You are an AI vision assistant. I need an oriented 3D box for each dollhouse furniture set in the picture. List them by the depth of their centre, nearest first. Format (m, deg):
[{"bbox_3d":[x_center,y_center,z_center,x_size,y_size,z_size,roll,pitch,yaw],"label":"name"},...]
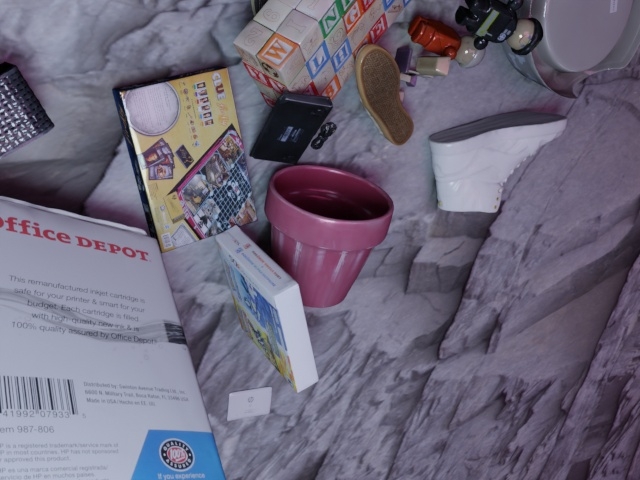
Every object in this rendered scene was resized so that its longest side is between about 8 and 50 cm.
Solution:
[{"bbox_3d":[0.189,-0.274,1.166,0.081,0.114,0.090,4,101,-37],"label":"dollhouse furniture set"}]

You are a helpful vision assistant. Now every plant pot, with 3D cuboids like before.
[{"bbox_3d":[0.000,0.000,1.097,0.201,0.201,0.180,-4,122,-31],"label":"plant pot"}]

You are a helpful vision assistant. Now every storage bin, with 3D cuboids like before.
[{"bbox_3d":[-0.429,-0.134,0.817,0.180,0.122,0.084,-35,121,-18],"label":"storage bin"}]

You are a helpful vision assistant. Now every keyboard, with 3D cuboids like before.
[{"bbox_3d":[-0.035,-0.165,1.026,0.108,0.180,0.023,6,67,-18],"label":"keyboard"}]

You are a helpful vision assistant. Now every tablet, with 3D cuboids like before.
[{"bbox_3d":[-0.126,0.289,1.211,0.083,0.006,0.054,-2,106,-32],"label":"tablet"}]

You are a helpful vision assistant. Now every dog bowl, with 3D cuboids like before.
[{"bbox_3d":[0.478,-0.447,1.280,0.349,0.102,0.348,-15,119,-29],"label":"dog bowl"}]

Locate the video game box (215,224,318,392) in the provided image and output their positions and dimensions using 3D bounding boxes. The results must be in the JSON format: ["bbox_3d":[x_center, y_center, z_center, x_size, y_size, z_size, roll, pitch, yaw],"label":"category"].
[{"bbox_3d":[-0.082,0.104,1.046,0.048,0.187,0.205,-26,130,-20],"label":"video game box"}]

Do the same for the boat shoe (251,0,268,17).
[{"bbox_3d":[-0.061,-0.397,1.007,0.056,0.049,0.152,9,100,-34],"label":"boat shoe"}]

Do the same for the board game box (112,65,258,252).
[{"bbox_3d":[-0.195,-0.121,1.016,0.165,0.042,0.243,-20,115,-25],"label":"board game box"}]

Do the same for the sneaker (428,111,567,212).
[{"bbox_3d":[0.343,-0.146,1.314,0.293,0.108,0.169,-16,115,-17],"label":"sneaker"}]

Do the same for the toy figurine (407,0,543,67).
[{"bbox_3d":[0.264,-0.398,1.109,0.148,0.213,0.209,14,86,-25],"label":"toy figurine"}]

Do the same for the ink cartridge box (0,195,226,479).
[{"bbox_3d":[-0.306,0.159,0.791,0.286,0.394,0.166,18,128,-44],"label":"ink cartridge box"}]

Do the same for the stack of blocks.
[{"bbox_3d":[0.019,-0.335,1.007,0.297,0.087,0.171,-52,159,-8],"label":"stack of blocks"}]

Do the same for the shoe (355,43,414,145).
[{"bbox_3d":[0.094,-0.236,1.109,0.076,0.058,0.219,-41,143,-7],"label":"shoe"}]
